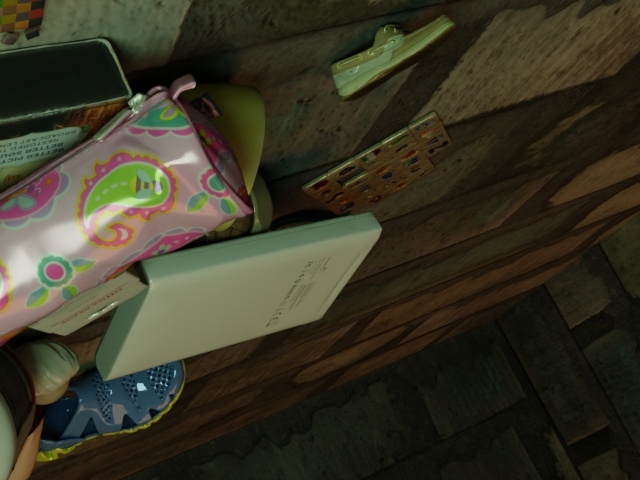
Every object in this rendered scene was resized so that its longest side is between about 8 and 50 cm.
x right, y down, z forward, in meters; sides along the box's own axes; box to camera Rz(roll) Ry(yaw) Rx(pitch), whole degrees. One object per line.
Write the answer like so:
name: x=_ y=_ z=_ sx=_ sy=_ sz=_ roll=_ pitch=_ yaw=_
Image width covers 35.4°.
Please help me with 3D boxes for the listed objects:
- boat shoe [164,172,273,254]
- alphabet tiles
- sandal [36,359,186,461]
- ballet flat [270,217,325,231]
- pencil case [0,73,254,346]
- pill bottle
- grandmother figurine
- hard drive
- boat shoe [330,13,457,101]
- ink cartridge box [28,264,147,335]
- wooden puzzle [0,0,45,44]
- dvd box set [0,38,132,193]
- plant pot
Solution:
boat shoe: x=-0.167 y=0.021 z=1.191 sx=0.104 sy=0.111 sz=0.307 roll=-11 pitch=149 yaw=-35
alphabet tiles: x=0.090 y=-0.097 z=1.394 sx=0.198 sy=0.009 sz=0.237 roll=-29 pitch=166 yaw=9
sandal: x=-0.368 y=0.265 z=1.633 sx=0.317 sy=0.126 sz=0.138 roll=-28 pitch=161 yaw=-1
ballet flat: x=0.000 y=0.000 z=1.451 sx=0.070 sy=0.070 sz=0.188 roll=-36 pitch=162 yaw=33
pencil case: x=-0.192 y=-0.011 z=0.757 sx=0.284 sy=0.124 sz=0.124 roll=-30 pitch=165 yaw=2
pill bottle: x=-0.398 y=0.198 z=1.039 sx=0.176 sy=0.176 sz=0.318 roll=-25 pitch=-173 yaw=-8
grandmother figurine: x=-0.423 y=0.248 z=1.429 sx=0.104 sy=0.208 sz=0.342 roll=25 pitch=134 yaw=-13
hard drive: x=-0.093 y=0.062 z=1.166 sx=0.307 sy=0.040 sz=0.203 roll=-12 pitch=150 yaw=-36
boat shoe: x=0.067 y=-0.186 z=0.975 sx=0.135 sy=0.045 sz=0.050 roll=-29 pitch=176 yaw=19
ink cartridge box: x=-0.237 y=0.030 z=0.924 sx=0.104 sy=0.060 sz=0.180 roll=-30 pitch=167 yaw=-1
wooden puzzle: x=-0.210 y=-0.156 z=0.674 sx=0.049 sy=0.006 sz=0.083 roll=-19 pitch=164 yaw=-28
dvd box set: x=-0.357 y=-0.002 z=0.838 sx=0.307 sy=0.062 sz=0.420 roll=-17 pitch=162 yaw=-35
plant pot: x=-0.119 y=-0.084 z=0.886 sx=0.095 sy=0.134 sz=0.134 roll=14 pitch=146 yaw=-24
